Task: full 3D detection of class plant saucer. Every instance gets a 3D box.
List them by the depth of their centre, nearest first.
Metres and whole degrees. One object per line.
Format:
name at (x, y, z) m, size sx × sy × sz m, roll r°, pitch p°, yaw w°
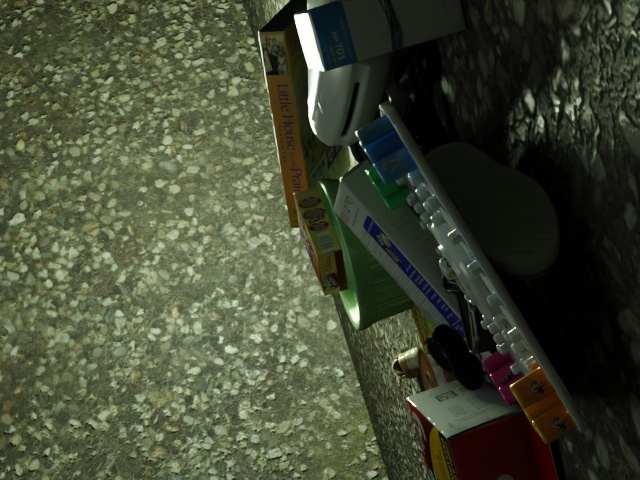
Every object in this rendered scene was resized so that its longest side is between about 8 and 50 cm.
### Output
plant saucer at (0.230, 0.274, 1.935) m, size 0.198 × 0.036 × 0.199 m, roll 165°, pitch 90°, yaw -83°

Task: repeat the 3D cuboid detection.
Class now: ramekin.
ramekin at (0.102, 0.011, 1.911) m, size 0.303 × 0.148 × 0.304 m, roll 165°, pitch 90°, yaw -84°

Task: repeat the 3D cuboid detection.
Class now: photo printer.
photo printer at (0.040, -0.314, 1.506) m, size 0.256 × 0.107 × 0.308 m, roll 107°, pitch 164°, yaw -64°

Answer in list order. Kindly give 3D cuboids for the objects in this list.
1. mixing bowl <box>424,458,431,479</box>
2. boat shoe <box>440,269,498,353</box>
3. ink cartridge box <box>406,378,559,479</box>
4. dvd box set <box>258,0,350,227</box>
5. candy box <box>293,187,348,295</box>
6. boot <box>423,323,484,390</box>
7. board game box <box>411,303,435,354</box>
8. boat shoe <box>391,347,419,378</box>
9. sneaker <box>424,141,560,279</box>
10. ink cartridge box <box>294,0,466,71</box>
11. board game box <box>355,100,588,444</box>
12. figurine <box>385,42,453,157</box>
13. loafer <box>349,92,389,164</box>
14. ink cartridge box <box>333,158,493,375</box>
mixing bowl at (0.257, 0.422, 1.761) m, size 0.181 × 0.098 × 0.182 m, roll 165°, pitch 90°, yaw -83°
boat shoe at (0.211, 0.053, 1.407) m, size 0.078 × 0.070 × 0.219 m, roll 104°, pitch 150°, yaw -77°
ink cartridge box at (0.260, 0.389, 1.454) m, size 0.272 × 0.130 × 0.310 m, roll -149°, pitch 41°, yaw -77°
dvd box set at (-0.024, -0.280, 2.040) m, size 0.308 × 0.062 × 0.421 m, roll -62°, pitch -32°, yaw -55°
candy box at (0.000, 0.000, 1.860) m, size 0.187 × 0.053 × 0.109 m, roll -113°, pitch 10°, yaw -46°
boot at (0.208, 0.188, 1.536) m, size 0.121 × 0.045 × 0.099 m, roll 55°, pitch 169°, yaw 18°
board game box at (0.207, 0.144, 1.783) m, size 0.181 × 0.043 × 0.092 m, roll 97°, pitch 157°, yaw -74°
boat shoe at (0.188, 0.277, 2.200) m, size 0.170 × 0.059 × 0.063 m, roll 93°, pitch 161°, yaw -71°
sneaker at (0.222, -0.002, 1.170) m, size 0.161 × 0.102 × 0.282 m, roll 63°, pitch -179°, yaw -30°
ink cartridge box at (0.073, -0.284, 1.270) m, size 0.139 × 0.190 × 0.082 m, roll -128°, pitch 22°, yaw -75°
board game box at (0.164, 0.042, 1.178) m, size 0.390 × 0.050 × 0.390 m, roll 59°, pitch -178°, yaw 5°
figurine at (0.137, -0.193, 1.479) m, size 0.215 × 0.092 × 0.210 m, roll -133°, pitch 36°, yaw -78°
loafer at (0.083, -0.263, 1.752) m, size 0.095 × 0.109 × 0.303 m, roll 30°, pitch 145°, yaw 54°
ink cartridge box at (0.161, 0.049, 1.538) m, size 0.371 × 0.069 × 0.176 m, roll 52°, pitch 170°, yaw 8°
